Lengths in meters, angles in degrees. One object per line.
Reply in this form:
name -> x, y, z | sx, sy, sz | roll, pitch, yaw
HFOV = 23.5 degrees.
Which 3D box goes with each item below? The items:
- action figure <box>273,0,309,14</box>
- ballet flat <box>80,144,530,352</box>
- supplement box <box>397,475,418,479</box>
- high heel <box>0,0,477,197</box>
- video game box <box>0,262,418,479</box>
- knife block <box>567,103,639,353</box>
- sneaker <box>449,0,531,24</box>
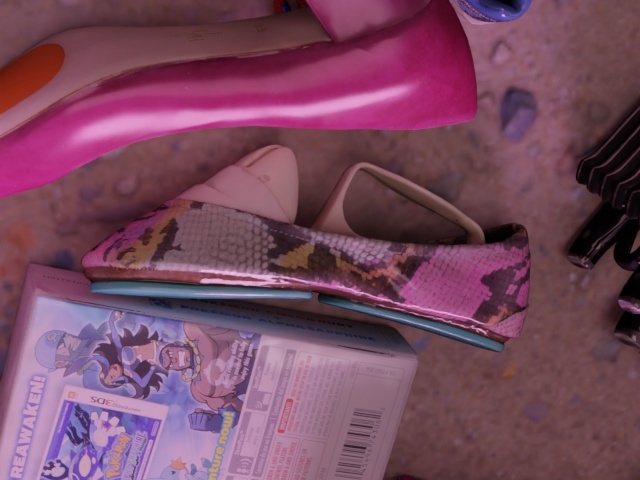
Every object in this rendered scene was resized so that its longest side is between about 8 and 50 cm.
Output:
action figure -> -0.003, -0.118, 0.680 | 0.038, 0.030, 0.115 | -9, 116, -6
ballet flat -> 0.000, 0.000, 0.706 | 0.221, 0.077, 0.079 | 9, 88, -23
supplement box -> 0.121, 0.217, 0.756 | 0.220, 0.114, 0.111 | 20, 103, 0
high heel -> -0.055, -0.048, 0.660 | 0.244, 0.082, 0.117 | -30, 119, 3
video game box -> -0.070, 0.126, 0.739 | 0.187, 0.048, 0.205 | 11, 105, -20
knife block -> 0.259, -0.047, 0.745 | 0.275, 0.088, 0.242 | -9, 112, -12
sneaker -> 0.060, -0.154, 0.668 | 0.052, 0.058, 0.135 | -32, 113, -3
